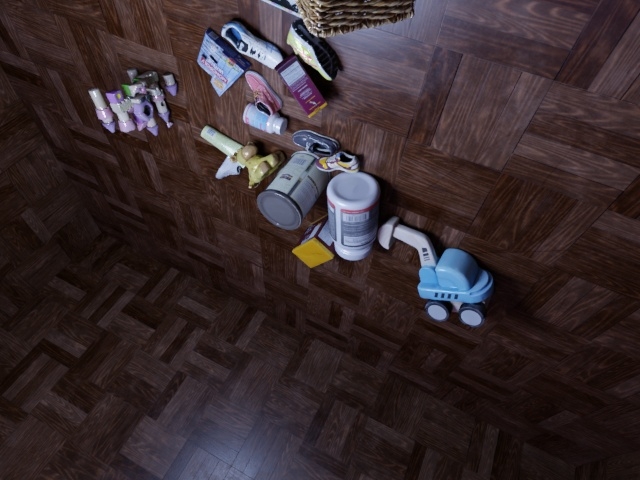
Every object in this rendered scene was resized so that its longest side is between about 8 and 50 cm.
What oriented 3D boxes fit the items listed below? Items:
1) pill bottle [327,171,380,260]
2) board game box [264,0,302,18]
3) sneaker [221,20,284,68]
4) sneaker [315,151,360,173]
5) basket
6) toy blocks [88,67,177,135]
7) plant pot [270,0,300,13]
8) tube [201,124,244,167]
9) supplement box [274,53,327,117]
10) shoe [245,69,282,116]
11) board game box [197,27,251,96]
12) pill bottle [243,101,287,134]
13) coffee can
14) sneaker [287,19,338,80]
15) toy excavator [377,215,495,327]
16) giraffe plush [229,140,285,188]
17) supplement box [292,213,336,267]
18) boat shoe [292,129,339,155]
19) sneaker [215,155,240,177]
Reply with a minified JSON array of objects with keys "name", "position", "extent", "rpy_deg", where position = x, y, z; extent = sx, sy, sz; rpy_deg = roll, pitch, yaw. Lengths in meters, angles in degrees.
[{"name":"pill bottle","position":[0.137,-0.092,1.698],"extent":[0.210,0.210,0.363],"rpy_deg":[19,144,18]},{"name":"board game box","position":[-0.103,-0.702,1.214],"extent":[0.154,0.103,0.026],"rpy_deg":[27,116,6]},{"name":"sneaker","position":[-0.231,-0.657,1.388],"extent":[0.237,0.086,0.085],"rpy_deg":[33,144,-4]},{"name":"sneaker","position":[0.063,-0.316,1.591],"extent":[0.185,0.070,0.084],"rpy_deg":[7,155,19]},{"name":"basket","position":[0.069,-0.653,0.965],"extent":[0.223,0.299,0.213],"rpy_deg":[88,155,-52]},{"name":"toy blocks","position":[-0.756,-0.557,1.753],"extent":[0.308,0.289,0.260],"rpy_deg":[14,136,21]},{"name":"plant pot","position":[-0.062,-0.728,1.092],"extent":[0.187,0.167,0.188],"rpy_deg":[27,145,6]},{"name":"tube","position":[-0.427,-0.432,1.844],"extent":[0.240,0.062,0.070],"rpy_deg":[33,144,0]},{"name":"supplement box","position":[-0.067,-0.525,1.378],"extent":[0.080,0.104,0.188],"rpy_deg":[-36,119,8]},{"name":"shoe","position":[-0.225,-0.549,1.521],"extent":[0.178,0.081,0.063],"rpy_deg":[45,144,-18]},{"name":"board game box","position":[-0.381,-0.653,1.534],"extent":[0.194,0.060,0.194],"rpy_deg":[39,145,-10]},{"name":"pill bottle","position":[-0.216,-0.477,1.600],"extent":[0.160,0.087,0.087],"rpy_deg":[25,145,11]},{"name":"coffee can","position":[-0.105,-0.209,1.681],"extent":[0.201,0.275,0.202],"rpy_deg":[21,145,16]},{"name":"sneaker","position":[-0.027,-0.602,1.313],"extent":[0.208,0.081,0.094],"rpy_deg":[48,151,-13]},{"name":"toy excavator","position":[0.489,0.102,1.709],"extent":[0.432,0.222,0.445],"rpy_deg":[2,122,37]},{"name":"giraffe plush","position":[-0.285,-0.349,1.757],"extent":[0.170,0.181,0.210],"rpy_deg":[49,127,-5]},{"name":"supplement box","position":[0.000,0.000,1.934],"extent":[0.129,0.194,0.191],"rpy_deg":[42,145,-15]},{"name":"boat shoe","position":[-0.030,-0.380,1.594],"extent":[0.206,0.065,0.075],"rpy_deg":[18,143,20]},{"name":"sneaker","position":[-0.436,-0.343,1.962],"extent":[0.094,0.080,0.212],"rpy_deg":[31,147,-19]}]
